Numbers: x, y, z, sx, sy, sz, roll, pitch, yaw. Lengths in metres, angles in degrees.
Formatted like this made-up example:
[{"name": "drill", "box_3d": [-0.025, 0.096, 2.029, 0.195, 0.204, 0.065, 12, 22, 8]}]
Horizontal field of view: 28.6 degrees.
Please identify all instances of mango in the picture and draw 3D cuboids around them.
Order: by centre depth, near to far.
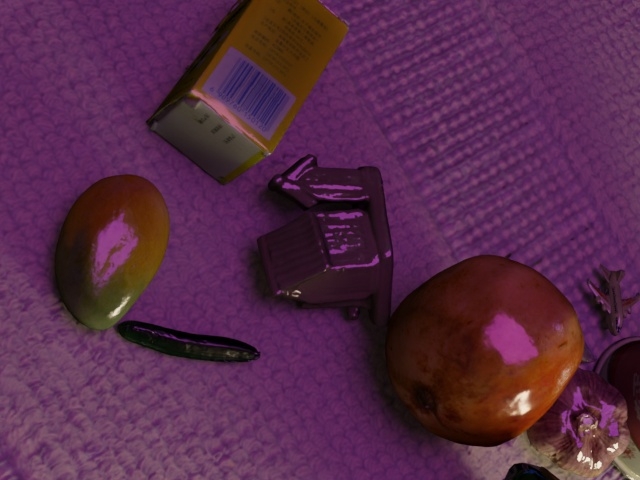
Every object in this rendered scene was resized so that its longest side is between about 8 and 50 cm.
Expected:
[{"name": "mango", "box_3d": [-0.251, 0.012, 1.511, 0.130, 0.092, 0.195, 16, 76, -26]}]

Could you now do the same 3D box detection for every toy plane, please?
[{"name": "toy plane", "box_3d": [0.438, 0.091, 1.884, 0.102, 0.040, 0.111, 15, 68, -22]}]

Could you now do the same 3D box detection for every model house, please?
[{"name": "model house", "box_3d": [0.007, -0.002, 1.636, 0.188, 0.122, 0.229, 1, 70, -23]}]

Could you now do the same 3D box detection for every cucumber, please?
[{"name": "cucumber", "box_3d": [-0.163, 0.128, 1.551, 0.184, 0.033, 0.036, 14, 93, -24]}]

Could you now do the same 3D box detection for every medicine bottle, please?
[{"name": "medicine bottle", "box_3d": [-0.090, -0.216, 1.639, 0.141, 0.137, 0.250, 38, 60, -12]}]

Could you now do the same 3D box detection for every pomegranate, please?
[{"name": "pomegranate", "box_3d": [0.219, 0.133, 1.633, 0.270, 0.252, 0.229, -33, 77, -38]}]

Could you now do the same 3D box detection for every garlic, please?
[{"name": "garlic", "box_3d": [0.359, 0.250, 1.746, 0.147, 0.102, 0.159, -25, 85, -17]}]

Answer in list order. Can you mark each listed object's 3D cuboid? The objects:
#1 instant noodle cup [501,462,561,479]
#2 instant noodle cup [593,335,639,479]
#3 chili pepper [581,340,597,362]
[{"name": "instant noodle cup", "box_3d": [0.234, 0.419, 1.571, 0.178, 0.240, 0.240, -24, 86, -23]}, {"name": "instant noodle cup", "box_3d": [0.531, 0.230, 1.809, 0.234, 0.178, 0.235, 10, 68, -25]}, {"name": "chili pepper", "box_3d": [0.349, 0.126, 1.825, 0.050, 0.041, 0.153, -45, 115, -12]}]
